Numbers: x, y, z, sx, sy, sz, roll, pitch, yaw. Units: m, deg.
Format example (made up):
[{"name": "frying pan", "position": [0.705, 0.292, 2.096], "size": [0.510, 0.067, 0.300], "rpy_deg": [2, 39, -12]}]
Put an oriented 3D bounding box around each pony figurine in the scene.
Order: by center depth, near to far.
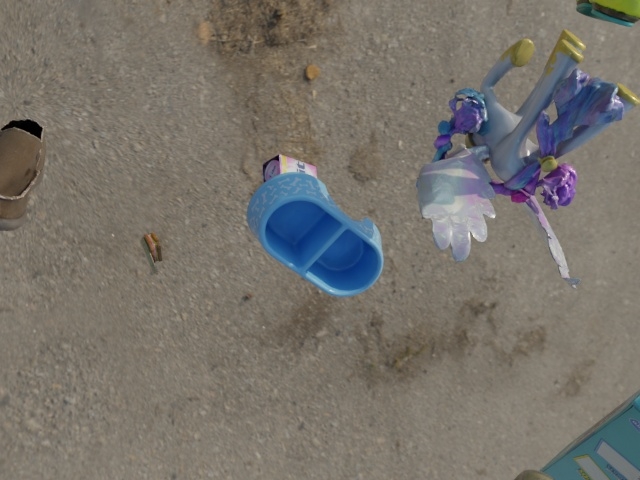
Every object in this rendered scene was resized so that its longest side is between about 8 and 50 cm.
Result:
[{"name": "pony figurine", "position": [0.306, -0.129, 0.955], "size": [0.303, 0.351, 0.363], "rpy_deg": [21, 126, -25]}]

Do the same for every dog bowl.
[{"name": "dog bowl", "position": [0.000, 0.000, 1.123], "size": [0.297, 0.074, 0.166], "rpy_deg": [36, 106, -28]}]

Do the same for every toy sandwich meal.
[{"name": "toy sandwich meal", "position": [-0.311, 0.024, 1.112], "size": [0.029, 0.085, 0.085], "rpy_deg": [-22, 111, -18]}]

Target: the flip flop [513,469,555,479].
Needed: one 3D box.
[{"name": "flip flop", "position": [0.001, 0.197, 0.270], "size": [0.277, 0.112, 0.080], "rpy_deg": [-43, 73, -8]}]

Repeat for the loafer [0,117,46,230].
[{"name": "loafer", "position": [-0.541, -0.129, 0.999], "size": [0.134, 0.366, 0.130], "rpy_deg": [14, 109, -23]}]

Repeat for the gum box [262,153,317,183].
[{"name": "gum box", "position": [-0.061, -0.078, 1.286], "size": [0.107, 0.062, 0.188], "rpy_deg": [13, 63, -42]}]

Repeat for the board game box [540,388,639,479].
[{"name": "board game box", "position": [0.441, 0.329, 0.739], "size": [0.079, 0.254, 0.336], "rpy_deg": [-33, 153, -19]}]

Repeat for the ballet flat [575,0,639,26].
[{"name": "ballet flat", "position": [0.336, -0.282, 0.665], "size": [0.077, 0.231, 0.077], "rpy_deg": [21, 116, 12]}]
